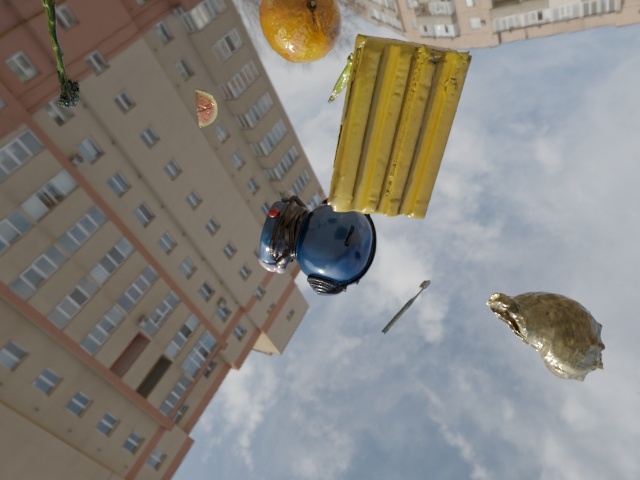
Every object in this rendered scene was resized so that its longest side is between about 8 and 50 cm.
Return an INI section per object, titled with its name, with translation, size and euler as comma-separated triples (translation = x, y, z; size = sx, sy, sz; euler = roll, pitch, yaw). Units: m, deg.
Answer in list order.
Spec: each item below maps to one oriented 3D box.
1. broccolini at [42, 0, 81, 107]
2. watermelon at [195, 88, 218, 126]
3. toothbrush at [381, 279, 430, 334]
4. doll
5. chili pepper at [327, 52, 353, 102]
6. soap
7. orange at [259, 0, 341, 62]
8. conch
[broccolini]
translation = -0.624, -0.450, 1.135
size = 0.057, 0.255, 0.071
euler = -9, -150, -29
[watermelon]
translation = -0.478, -0.565, 1.968
size = 0.086, 0.163, 0.069
euler = -6, -144, -14
[toothbrush]
translation = 0.170, 0.129, 0.930
size = 0.167, 0.011, 0.014
euler = -41, -154, -31
[doll]
translation = 0.000, 0.000, 1.280
size = 0.309, 0.240, 0.284
euler = 17, -105, 4
[chili pepper]
translation = 0.077, -0.505, 1.450
size = 0.043, 0.208, 0.049
euler = 21, -121, -9
[soap]
translation = 0.133, -0.205, 0.875
size = 0.204, 0.325, 0.096
euler = 5, -150, -11
[orange]
translation = -0.039, -0.464, 0.979
size = 0.155, 0.178, 0.178
euler = -2, -137, 46
[conch]
translation = 0.533, 0.192, 1.080
size = 0.159, 0.291, 0.210
euler = -46, -178, 9
